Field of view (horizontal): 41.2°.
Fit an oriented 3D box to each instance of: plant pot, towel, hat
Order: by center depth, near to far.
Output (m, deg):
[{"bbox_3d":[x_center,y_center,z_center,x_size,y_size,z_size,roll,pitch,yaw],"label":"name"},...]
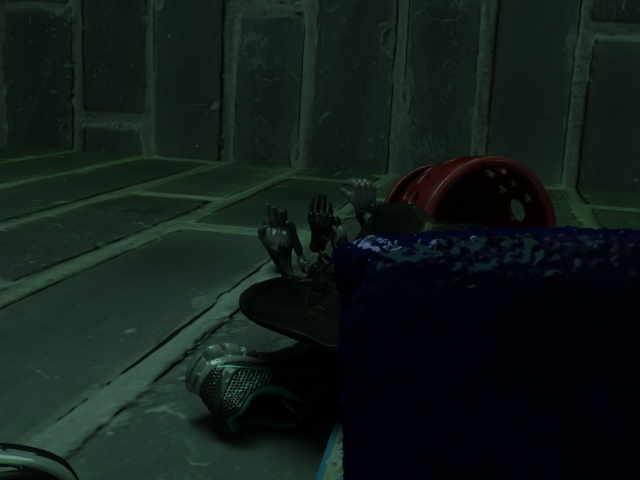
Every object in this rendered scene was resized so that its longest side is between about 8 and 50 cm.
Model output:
[{"bbox_3d":[0.155,0.107,0.392,0.308,0.228,0.076,0,-1,-11],"label":"towel"},{"bbox_3d":[0.097,0.041,0.745,0.331,0.134,0.331,20,5,-2],"label":"hat"},{"bbox_3d":[0.177,-0.013,1.104,0.191,0.191,0.174,-2,4,-23],"label":"plant pot"}]

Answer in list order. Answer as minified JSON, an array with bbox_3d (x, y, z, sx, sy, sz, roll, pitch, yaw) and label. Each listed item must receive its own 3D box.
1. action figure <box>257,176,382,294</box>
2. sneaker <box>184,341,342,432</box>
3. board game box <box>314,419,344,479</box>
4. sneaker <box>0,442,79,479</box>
[{"bbox_3d":[0.000,0.000,1.094,0.164,0.141,0.275,-15,16,-14],"label":"action figure"},{"bbox_3d":[-0.024,0.125,0.699,0.166,0.065,0.076,-3,33,-29],"label":"sneaker"},{"bbox_3d":[0.049,0.165,0.561,0.103,0.026,0.154,5,11,9],"label":"board game box"},{"bbox_3d":[-0.218,0.166,0.383,0.234,0.084,0.097,-12,24,-27],"label":"sneaker"}]
